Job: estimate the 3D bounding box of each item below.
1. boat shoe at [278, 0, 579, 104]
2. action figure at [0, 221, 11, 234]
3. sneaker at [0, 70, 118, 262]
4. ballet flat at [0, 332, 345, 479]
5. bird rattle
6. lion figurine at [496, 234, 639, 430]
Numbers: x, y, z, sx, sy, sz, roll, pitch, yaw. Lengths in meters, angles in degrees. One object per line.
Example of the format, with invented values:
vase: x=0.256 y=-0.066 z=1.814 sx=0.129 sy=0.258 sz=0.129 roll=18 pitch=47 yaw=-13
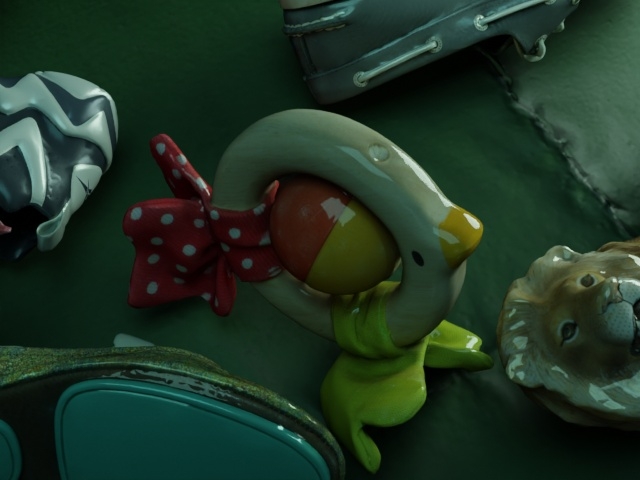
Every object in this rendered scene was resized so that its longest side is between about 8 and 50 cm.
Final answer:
boat shoe: x=0.125 y=-0.177 z=1.013 sx=0.320 sy=0.116 sz=0.099 roll=-15 pitch=104 yaw=-16
action figure: x=-0.361 y=-0.019 z=0.836 sx=0.370 sy=0.275 sz=0.248 roll=22 pitch=67 yaw=4
sneaker: x=-0.265 y=-0.048 z=0.921 sx=0.235 sy=0.094 sz=0.153 roll=14 pitch=52 yaw=-3
ballet flat: x=-0.160 y=0.105 z=0.832 sx=0.349 sy=0.123 sz=0.123 roll=0 pitch=60 yaw=-1
bird rattle: x=0.000 y=0.000 z=0.843 sx=0.253 sy=0.207 sz=0.143 roll=43 pitch=50 yaw=12
lion figurine: x=0.276 y=-0.018 z=0.897 sx=0.240 sy=0.142 sz=0.392 roll=15 pitch=47 yaw=18
